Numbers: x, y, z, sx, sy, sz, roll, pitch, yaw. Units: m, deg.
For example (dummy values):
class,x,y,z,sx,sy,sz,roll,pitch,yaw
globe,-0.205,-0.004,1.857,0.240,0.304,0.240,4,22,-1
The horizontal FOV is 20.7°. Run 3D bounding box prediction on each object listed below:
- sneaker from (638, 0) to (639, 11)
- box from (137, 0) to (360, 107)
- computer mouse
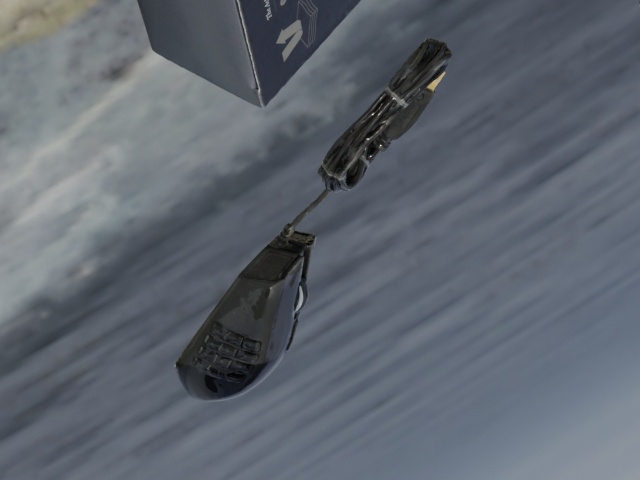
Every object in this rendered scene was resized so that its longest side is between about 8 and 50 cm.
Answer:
class,x,y,z,sx,sy,sz,roll,pitch,yaw
sneaker,0.389,-0.188,1.207,0.341,0.125,0.140,-1,-143,31
box,-0.032,-0.192,1.013,0.158,0.093,0.156,-50,153,-23
computer mouse,0.000,0.000,0.841,0.242,0.041,0.071,-54,174,37
